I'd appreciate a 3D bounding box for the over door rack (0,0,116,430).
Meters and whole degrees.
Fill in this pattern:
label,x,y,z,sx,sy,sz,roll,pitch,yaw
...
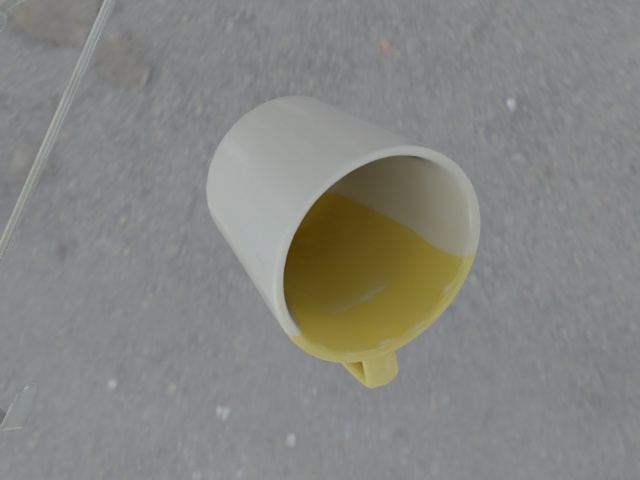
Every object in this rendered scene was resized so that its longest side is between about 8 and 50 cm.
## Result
label,x,y,z,sx,sy,sz,roll,pitch,yaw
over door rack,-0.209,-0.072,0.816,0.108,0.239,0.324,18,96,29

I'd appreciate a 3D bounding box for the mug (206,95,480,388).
label,x,y,z,sx,sy,sz,roll,pitch,yaw
mug,-0.002,-0.002,0.469,0.062,0.064,0.078,5,113,-36
